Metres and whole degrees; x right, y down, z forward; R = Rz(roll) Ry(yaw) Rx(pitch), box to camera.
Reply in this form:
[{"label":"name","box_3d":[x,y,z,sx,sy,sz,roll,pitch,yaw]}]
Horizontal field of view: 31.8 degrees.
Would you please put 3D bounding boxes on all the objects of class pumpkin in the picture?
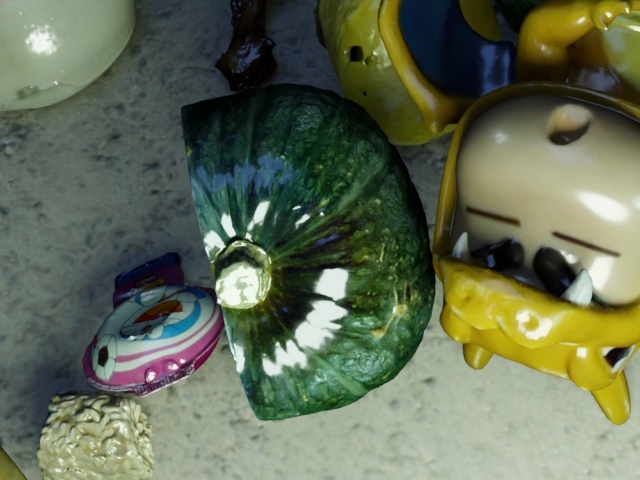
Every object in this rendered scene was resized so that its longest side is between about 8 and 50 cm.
[{"label":"pumpkin","box_3d":[0.000,0.000,1.002,0.197,0.293,0.263,-16,11,2]}]

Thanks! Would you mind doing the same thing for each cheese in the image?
[{"label":"cheese","box_3d":[-0.164,0.075,1.102,0.155,0.062,0.244,-22,29,-1]}]

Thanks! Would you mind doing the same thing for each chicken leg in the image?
[{"label":"chicken leg","box_3d":[-0.082,-0.309,1.382,0.113,0.093,0.304,-12,58,30]}]

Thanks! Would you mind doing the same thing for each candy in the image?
[{"label":"candy","box_3d":[-0.209,0.187,1.041,0.110,0.095,0.085,-1,51,10]}]

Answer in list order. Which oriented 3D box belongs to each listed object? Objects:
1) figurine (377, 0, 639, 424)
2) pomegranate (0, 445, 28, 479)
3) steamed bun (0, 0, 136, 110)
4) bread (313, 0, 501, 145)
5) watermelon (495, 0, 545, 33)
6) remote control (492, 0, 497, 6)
[{"label":"figurine","box_3d":[0.242,-0.063,0.937,0.268,0.401,0.387,7,73,56]},{"label":"pomegranate","box_3d":[-0.343,0.264,0.946,0.233,0.233,0.233,-8,53,11]},{"label":"steamed bun","box_3d":[-0.379,-0.309,1.403,0.283,0.177,0.283,-8,53,11]},{"label":"bread","box_3d":[0.092,-0.216,1.202,0.197,0.197,0.170,-27,40,-3]},{"label":"watermelon","box_3d":[0.310,-0.298,1.140,0.302,0.264,0.151,-9,53,6]},{"label":"remote control","box_3d":[0.214,-0.303,1.319,0.261,0.029,0.067,-20,52,5]}]
